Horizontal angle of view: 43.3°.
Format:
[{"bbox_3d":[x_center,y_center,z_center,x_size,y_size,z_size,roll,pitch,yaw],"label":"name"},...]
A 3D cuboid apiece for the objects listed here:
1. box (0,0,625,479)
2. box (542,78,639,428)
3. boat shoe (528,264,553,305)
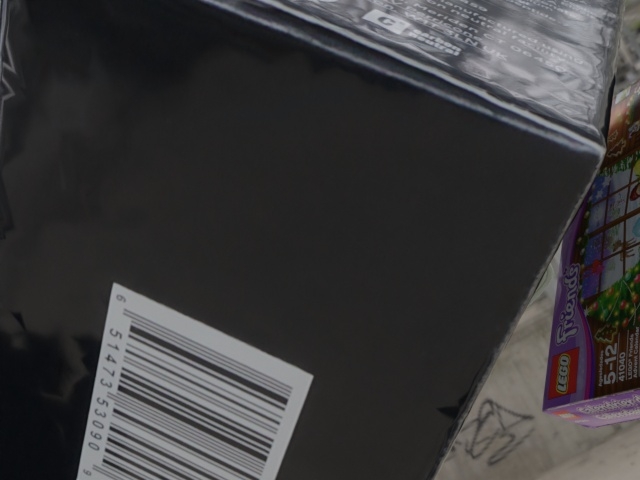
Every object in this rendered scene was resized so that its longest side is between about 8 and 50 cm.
[{"bbox_3d":[0.000,0.000,0.641,0.472,0.297,0.479,-53,-15,-57],"label":"box"},{"bbox_3d":[0.272,-0.009,0.643,0.201,0.057,0.293,136,152,-62],"label":"box"},{"bbox_3d":[0.252,0.106,1.323,0.302,0.114,0.091,-41,26,24],"label":"boat shoe"}]
